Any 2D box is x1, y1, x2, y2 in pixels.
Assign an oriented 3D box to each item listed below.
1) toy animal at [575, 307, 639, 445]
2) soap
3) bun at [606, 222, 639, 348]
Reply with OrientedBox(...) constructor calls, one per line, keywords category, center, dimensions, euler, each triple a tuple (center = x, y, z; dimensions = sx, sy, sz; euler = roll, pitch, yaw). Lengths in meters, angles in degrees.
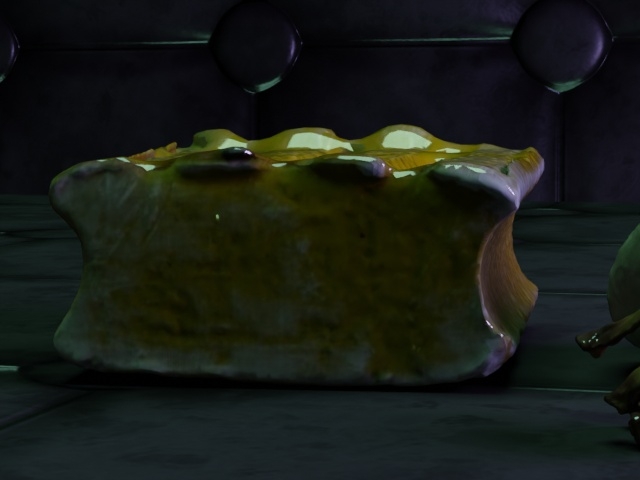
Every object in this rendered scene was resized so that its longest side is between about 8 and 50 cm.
OrientedBox(category="toy animal", center=(0.234, -0.001, 0.951), dimensions=(0.054, 0.275, 0.149), euler=(44, -16, -13))
OrientedBox(category="soap", center=(0.000, 0.000, 1.228), dimensions=(0.293, 0.156, 0.335), euler=(3, 5, 8))
OrientedBox(category="bun", center=(0.285, 0.009, 1.123), dimensions=(0.126, 0.212, 0.204), euler=(48, 1, 25))
